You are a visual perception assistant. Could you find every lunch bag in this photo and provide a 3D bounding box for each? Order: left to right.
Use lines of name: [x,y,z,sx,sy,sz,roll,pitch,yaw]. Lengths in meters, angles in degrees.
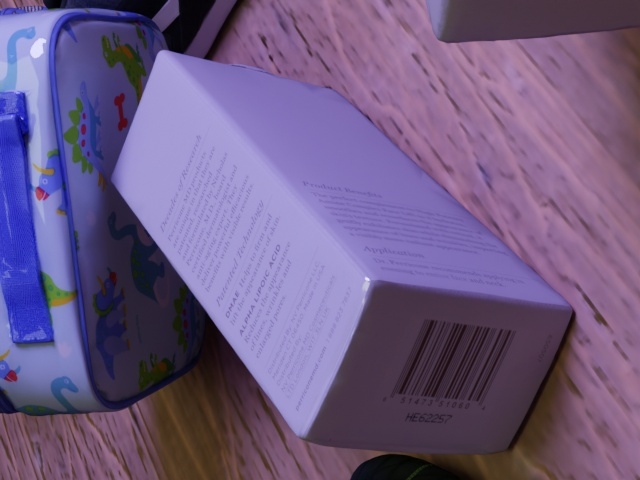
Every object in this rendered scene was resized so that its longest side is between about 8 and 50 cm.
lunch bag: [-0.136,-0.019,0.818,0.090,0.176,0.218,-5,97,16]

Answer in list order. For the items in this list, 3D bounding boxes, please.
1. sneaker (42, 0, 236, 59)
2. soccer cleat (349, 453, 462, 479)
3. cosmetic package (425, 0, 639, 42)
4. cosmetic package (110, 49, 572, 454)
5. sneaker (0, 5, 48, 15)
sneaker: [-0.092,-0.190,0.867,0.217,0.121,0.079,-58,42,31]
soccer cleat: [0.051,0.147,0.638,0.179,0.072,0.060,43,119,50]
cosmetic package: [0.099,-0.204,0.467,0.296,0.129,0.153,92,170,-65]
cosmetic package: [0.000,0.000,0.704,0.231,0.117,0.085,47,120,50]
sneaker: [-0.179,-0.079,1.003,0.083,0.087,0.221,-58,41,32]
